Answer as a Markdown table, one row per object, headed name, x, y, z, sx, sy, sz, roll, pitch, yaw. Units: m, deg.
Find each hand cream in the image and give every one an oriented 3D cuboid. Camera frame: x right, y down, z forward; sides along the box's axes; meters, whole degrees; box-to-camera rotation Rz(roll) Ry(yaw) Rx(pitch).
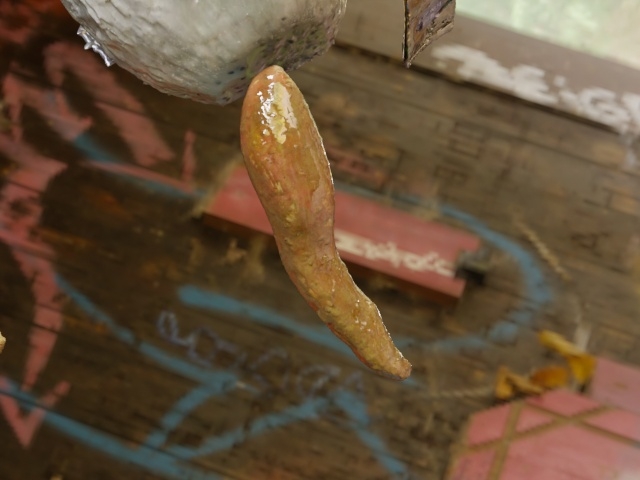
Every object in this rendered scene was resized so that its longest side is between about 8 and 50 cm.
| name | x | y | z | sx | sy | sz | roll | pitch | yaw |
| --- | --- | --- | --- | --- | --- | --- | --- | --- | --- |
| hand cream | 0.059 | -0.197 | 0.911 | 0.062 | 0.039 | 0.163 | -47 | -49 | -36 |

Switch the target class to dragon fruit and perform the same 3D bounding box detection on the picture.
| name | x | y | z | sx | sy | sz | roll | pitch | yaw |
| --- | --- | --- | --- | --- | --- | --- | --- | --- | --- |
| dragon fruit | -0.090 | -0.275 | 1.294 | 0.283 | 0.221 | 0.204 | -35 | -16 | -18 |

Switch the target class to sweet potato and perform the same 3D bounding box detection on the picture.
| name | x | y | z | sx | sy | sz | roll | pitch | yaw |
| --- | --- | --- | --- | --- | --- | --- | --- | --- | --- |
| sweet potato | 0.000 | 0.000 | 0.820 | 0.214 | 0.050 | 0.050 | 68 | -155 | -19 |

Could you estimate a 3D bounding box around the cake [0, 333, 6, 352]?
| name | x | y | z | sx | sy | sz | roll | pitch | yaw |
| --- | --- | --- | --- | --- | --- | --- | --- | --- | --- |
| cake | -0.443 | 0.032 | 0.984 | 0.314 | 0.306 | 0.293 | -27 | 5 | 7 |
